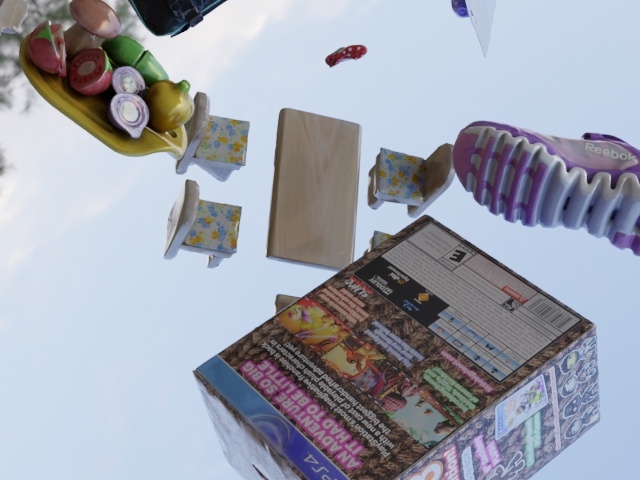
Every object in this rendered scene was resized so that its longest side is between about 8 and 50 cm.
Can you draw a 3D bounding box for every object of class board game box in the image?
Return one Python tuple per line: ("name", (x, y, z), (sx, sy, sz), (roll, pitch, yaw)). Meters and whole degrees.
("board game box", (0.074, 0.145, 1.098), (0.291, 0.141, 0.232), (-33, -136, -20))

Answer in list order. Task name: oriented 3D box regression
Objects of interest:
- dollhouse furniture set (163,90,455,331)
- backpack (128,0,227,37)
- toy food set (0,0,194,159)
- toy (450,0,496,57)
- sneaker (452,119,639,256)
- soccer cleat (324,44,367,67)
("dollhouse furniture set", (0.000, 0.000, 1.513), (0.256, 0.362, 0.394), (131, -34, -62))
("backpack", (-0.169, -0.348, 1.330), (0.166, 0.188, 0.144), (-32, -158, 11))
("toy food set", (-0.198, -0.163, 1.079), (0.071, 0.218, 0.128), (-47, -165, 30))
("toy", (0.239, -0.407, 1.896), (0.056, 0.137, 0.237), (-8, -143, 26))
("sneaker", (0.246, -0.066, 1.150), (0.236, 0.095, 0.104), (19, -134, 4))
("soccer cleat", (0.044, -0.316, 1.994), (0.083, 0.029, 0.035), (-17, -150, 33))
